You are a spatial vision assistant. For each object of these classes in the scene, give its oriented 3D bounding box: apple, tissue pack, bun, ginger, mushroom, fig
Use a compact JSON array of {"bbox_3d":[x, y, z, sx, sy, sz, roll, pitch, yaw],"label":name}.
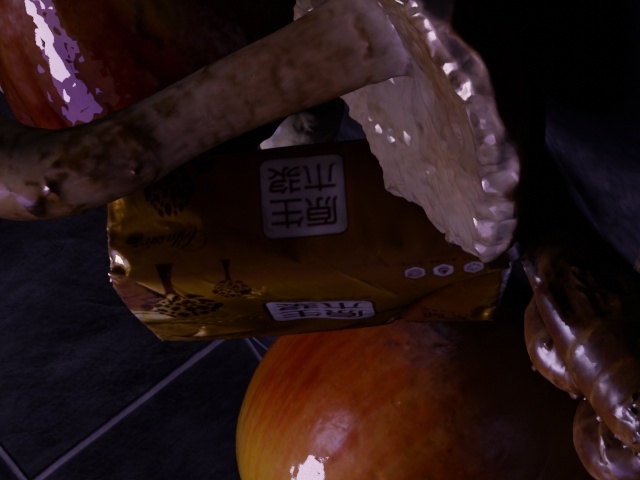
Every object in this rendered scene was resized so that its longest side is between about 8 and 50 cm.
[{"bbox_3d":[0.071,0.156,1.091,0.286,0.233,0.286,50,171,11],"label":"apple"},{"bbox_3d":[0.000,0.000,0.883,0.183,0.226,0.092,72,-164,-77],"label":"tissue pack"},{"bbox_3d":[-0.020,-0.113,1.048,0.115,0.069,0.115,164,90,-82],"label":"bun"},{"bbox_3d":[0.164,0.067,0.829,0.103,0.073,0.162,96,152,-53],"label":"ginger"},{"bbox_3d":[-0.029,-0.056,0.715,0.208,0.302,0.233,9,-133,-53],"label":"mushroom"},{"bbox_3d":[-0.107,-0.152,0.912,0.224,0.224,0.263,42,147,47],"label":"fig"}]

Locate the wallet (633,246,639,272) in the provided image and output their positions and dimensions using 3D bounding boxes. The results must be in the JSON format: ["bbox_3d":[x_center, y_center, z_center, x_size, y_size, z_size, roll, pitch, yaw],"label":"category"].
[{"bbox_3d":[0.185,0.002,0.572,0.124,0.042,0.230,46,170,17],"label":"wallet"}]

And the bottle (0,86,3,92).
[{"bbox_3d":[-0.174,-0.170,1.150,0.229,0.229,0.351,41,165,51],"label":"bottle"}]
